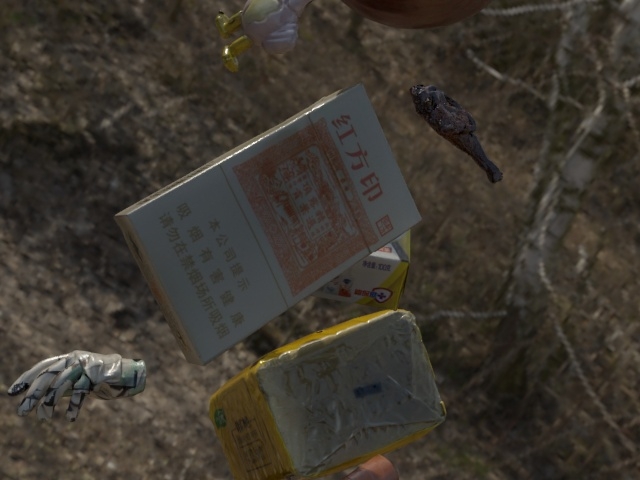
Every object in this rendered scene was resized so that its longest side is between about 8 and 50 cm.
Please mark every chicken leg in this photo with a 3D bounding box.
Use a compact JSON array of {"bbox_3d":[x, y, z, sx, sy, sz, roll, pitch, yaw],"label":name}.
[{"bbox_3d":[0.213,-0.173,1.696,0.205,0.053,0.093,32,32,-24],"label":"chicken leg"}]

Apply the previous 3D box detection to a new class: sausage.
[{"bbox_3d":[0.044,0.376,1.571,0.065,0.065,0.169,41,38,20],"label":"sausage"}]

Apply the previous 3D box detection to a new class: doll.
[{"bbox_3d":[-0.017,-0.407,1.746,0.094,0.365,0.160,23,46,-45],"label":"doll"}]

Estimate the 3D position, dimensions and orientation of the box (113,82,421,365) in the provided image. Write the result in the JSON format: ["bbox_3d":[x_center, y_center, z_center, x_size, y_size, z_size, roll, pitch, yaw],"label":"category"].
[{"bbox_3d":[-0.052,-0.027,1.326,0.051,0.365,0.205,-1,-62,58],"label":"box"}]

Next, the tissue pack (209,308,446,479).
[{"bbox_3d":[0.000,0.283,1.844,0.293,0.382,0.228,-19,80,-22],"label":"tissue pack"}]

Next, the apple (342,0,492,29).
[{"bbox_3d":[0.147,-0.439,1.384,0.269,0.345,0.345,30,19,1],"label":"apple"}]

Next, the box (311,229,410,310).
[{"bbox_3d":[0.000,0.000,1.597,0.265,0.097,0.168,11,36,0],"label":"box"}]

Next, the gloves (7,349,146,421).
[{"bbox_3d":[-0.403,0.230,1.771,0.212,0.111,0.127,5,18,-25],"label":"gloves"}]
